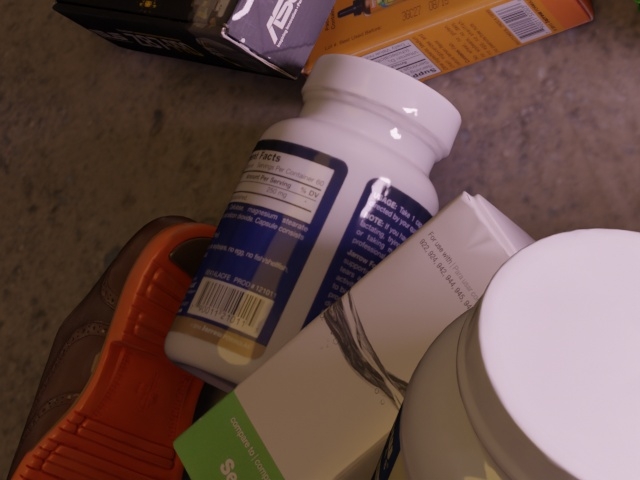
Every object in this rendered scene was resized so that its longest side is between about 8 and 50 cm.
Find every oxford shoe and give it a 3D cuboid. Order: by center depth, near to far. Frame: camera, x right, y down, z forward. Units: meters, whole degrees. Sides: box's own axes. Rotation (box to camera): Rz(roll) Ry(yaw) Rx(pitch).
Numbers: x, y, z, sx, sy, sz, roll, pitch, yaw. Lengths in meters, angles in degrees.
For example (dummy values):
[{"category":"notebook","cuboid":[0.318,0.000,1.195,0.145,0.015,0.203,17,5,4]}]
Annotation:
[{"category":"oxford shoe","cuboid":[-0.178,0.148,1.459,0.364,0.130,0.133,-60,28,-5]}]

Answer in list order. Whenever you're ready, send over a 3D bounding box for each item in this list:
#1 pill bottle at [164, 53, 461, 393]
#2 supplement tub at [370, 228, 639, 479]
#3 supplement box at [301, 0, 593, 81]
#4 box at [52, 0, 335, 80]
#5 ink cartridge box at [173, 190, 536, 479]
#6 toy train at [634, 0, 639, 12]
[{"category":"pill bottle","cuboid":[0.000,0.000,1.368,0.153,0.153,0.265,18,78,37]},{"category":"supplement tub","cuboid":[0.142,0.174,1.049,0.235,0.235,0.325,61,148,35]},{"category":"supplement box","cuboid":[0.097,-0.187,1.440,0.233,0.080,0.078,-16,60,24]},{"category":"box","cuboid":[-0.049,-0.342,1.538,0.318,0.097,0.395,20,82,53]},{"category":"ink cartridge box","cuboid":[0.069,0.121,1.240,0.273,0.198,0.115,-41,53,11]},{"category":"toy train","cuboid":[0.270,-0.167,1.358,0.023,0.017,0.083,-39,53,-1]}]
